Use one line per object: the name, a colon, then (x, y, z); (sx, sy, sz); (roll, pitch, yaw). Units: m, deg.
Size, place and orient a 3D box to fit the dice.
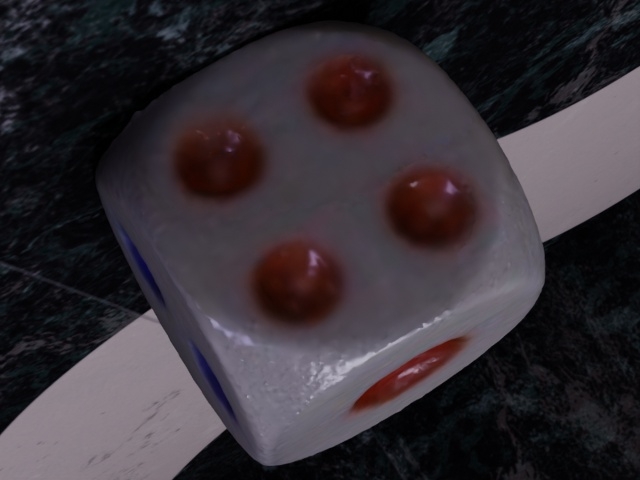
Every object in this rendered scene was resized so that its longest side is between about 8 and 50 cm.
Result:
dice: (0.000, 0.000, 1.077); (0.259, 0.251, 0.243); (-30, 162, -14)
